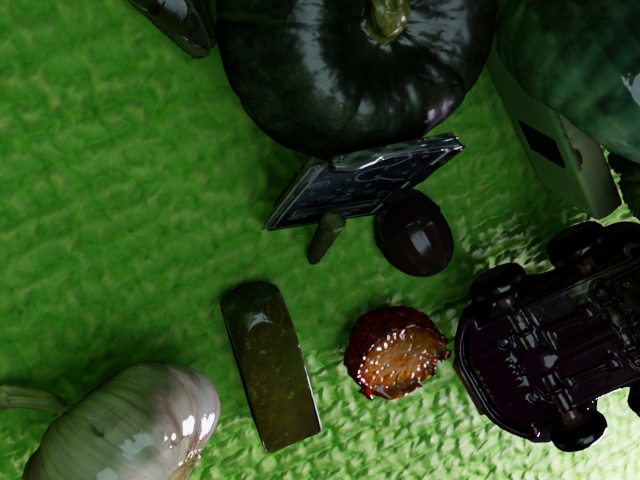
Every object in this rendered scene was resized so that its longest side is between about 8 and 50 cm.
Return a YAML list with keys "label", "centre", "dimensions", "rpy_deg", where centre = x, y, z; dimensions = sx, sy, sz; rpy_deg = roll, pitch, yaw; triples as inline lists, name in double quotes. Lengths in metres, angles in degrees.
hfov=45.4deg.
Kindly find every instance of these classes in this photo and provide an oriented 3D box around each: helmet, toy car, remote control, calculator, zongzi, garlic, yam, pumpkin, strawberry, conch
- label: "helmet"
  centre: [0.129, -0.002, 1.007]
  dimensions: [0.098, 0.070, 0.123]
  rpy_deg: [-34, 123, -6]
- label: "toy car"
  centre: [0.359, 0.111, 1.078]
  dimensions: [0.340, 0.240, 0.271]
  rpy_deg: [-27, 94, 17]
- label: "remote control"
  centre: [0.269, -0.180, 0.945]
  dimensions: [0.050, 0.145, 0.344]
  rpy_deg: [-35, 123, 0]
- label: "calculator"
  centre: [0.035, -0.057, 0.849]
  dimensions: [0.165, 0.274, 0.028]
  rpy_deg: [-12, 80, -17]
- label: "zongzi"
  centre: [-0.128, -0.261, 0.791]
  dimensions: [0.109, 0.055, 0.119]
  rpy_deg: [40, 82, -34]
- label: "garlic"
  centre: [-0.270, 0.226, 0.886]
  dimensions: [0.253, 0.245, 0.245]
  rpy_deg: [27, 103, 10]
- label: "yam"
  centre: [0.000, 0.000, 0.941]
  dimensions: [0.033, 0.129, 0.027]
  rpy_deg: [-13, 72, -19]
- label: "pumpkin"
  centre: [0.043, -0.227, 0.787]
  dimensions: [0.300, 0.207, 0.300]
  rpy_deg: [-7, 107, -25]
- label: "strawberry"
  centre: [0.099, 0.149, 1.052]
  dimensions: [0.145, 0.086, 0.145]
  rpy_deg: [-6, 115, -14]
- label: "conch"
  centre: [0.329, -0.185, 0.772]
  dimensions: [0.277, 0.195, 0.220]
  rpy_deg: [-15, 88, 18]

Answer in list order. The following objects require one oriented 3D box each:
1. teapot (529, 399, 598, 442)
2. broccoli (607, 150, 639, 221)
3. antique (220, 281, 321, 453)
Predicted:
- label: "teapot"
  centre: [0.348, 0.255, 1.177]
  dimensions: [0.096, 0.177, 0.087]
  rpy_deg: [26, 60, -33]
- label: "broccoli"
  centre: [0.437, -0.166, 0.963]
  dimensions: [0.254, 0.186, 0.302]
  rpy_deg: [-6, 79, -60]
- label: "antique"
  centre: [-0.067, 0.160, 0.989]
  dimensions: [0.081, 0.080, 0.221]
  rpy_deg: [-20, 120, -13]
